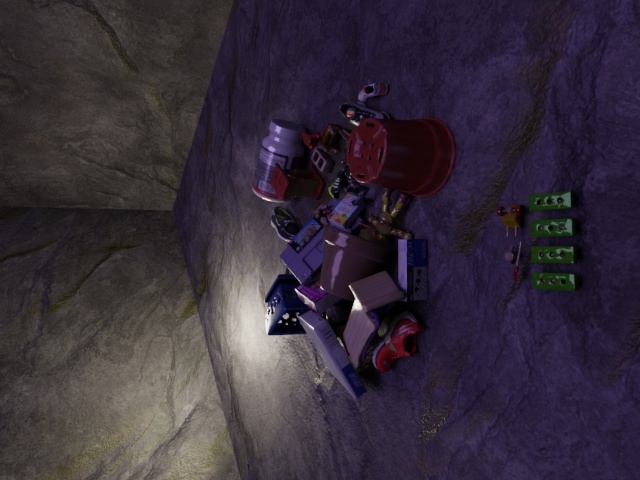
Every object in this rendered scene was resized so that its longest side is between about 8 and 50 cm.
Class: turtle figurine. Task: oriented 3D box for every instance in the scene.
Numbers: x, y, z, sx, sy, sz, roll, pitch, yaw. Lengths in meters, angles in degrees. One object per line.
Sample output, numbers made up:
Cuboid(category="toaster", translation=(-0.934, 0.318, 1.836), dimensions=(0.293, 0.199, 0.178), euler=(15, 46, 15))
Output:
Cuboid(category="turtle figurine", translation=(0.237, -0.084, 1.645), dimensions=(0.269, 0.087, 0.217), euler=(36, 119, 46))

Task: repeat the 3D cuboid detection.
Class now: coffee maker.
Cuboid(category="coffee maker", translation=(0.042, 0.308, 1.929), dimensions=(0.171, 0.120, 0.178), euler=(-53, 48, 44))

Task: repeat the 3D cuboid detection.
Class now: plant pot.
Cuboid(category="plant pot", translation=(0.104, 0.092, 1.652), dimensions=(0.263, 0.263, 0.229), euler=(23, 92, 54))
Cuboid(category="plant pot", translation=(-0.126, 0.289, 2.092), dimensions=(0.236, 0.236, 0.212), euler=(-58, 40, 41))
Cuboid(category="plant pot", translation=(0.247, -0.282, 1.472), dimensions=(0.272, 0.265, 0.272), euler=(2, 92, 56))

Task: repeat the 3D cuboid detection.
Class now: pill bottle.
Cuboid(category="pill bottle", translation=(-0.197, -0.387, 2.199), dimensions=(0.210, 0.210, 0.362), euler=(47, 127, 46))

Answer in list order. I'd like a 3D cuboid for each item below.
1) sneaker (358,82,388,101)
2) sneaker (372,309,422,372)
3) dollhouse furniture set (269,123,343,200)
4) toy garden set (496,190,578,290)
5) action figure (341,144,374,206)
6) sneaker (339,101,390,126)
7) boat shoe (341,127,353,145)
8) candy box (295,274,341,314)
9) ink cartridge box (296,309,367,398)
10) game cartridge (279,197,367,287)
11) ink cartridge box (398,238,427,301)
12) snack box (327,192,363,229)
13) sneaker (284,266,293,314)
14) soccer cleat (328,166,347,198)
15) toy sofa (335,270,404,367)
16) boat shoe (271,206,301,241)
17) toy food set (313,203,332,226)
Cuboid(category="sneaker", translation=(0.184, -0.576, 1.735), dimensions=(0.161, 0.075, 0.057), euler=(8, 97, 56))
Cuboid(category="sneaker", translation=(0.275, 0.381, 1.597), dimensions=(0.118, 0.107, 0.279), euler=(43, 129, 36))
Cuboid(category="dollhouse furniture set", translation=(-0.063, -0.360, 2.002), dimensions=(0.152, 0.201, 0.374), euler=(58, 136, 39))
Cuboid(category="toy garden set", translation=(0.571, 0.003, 1.185), dimensions=(0.204, 0.049, 0.244), euler=(-2, 90, 55))
Cuboid(category="action figure", translation=(0.154, -0.254, 1.677), dimensions=(0.275, 0.141, 0.164), euler=(82, 166, -58))
Cuboid(category="sneaker", translation=(0.168, -0.467, 1.735), dimensions=(0.271, 0.108, 0.100), euler=(43, 123, 46))
Cuboid(category="boat shoe", translation=(0.143, -0.383, 1.804), dimensions=(0.207, 0.073, 0.073), euler=(50, 129, 44))
Cuboid(category="candy box", translation=(0.035, 0.182, 1.837), dimensions=(0.159, 0.233, 0.071), euler=(27, 146, 53))
Cuboid(category="ink cartridge box", translation=(0.037, 0.441, 1.824), dimensions=(0.324, 0.071, 0.330), euler=(60, 169, -9))
Cuboid(category="game cartridge", translation=(0.000, 0.000, 1.873), dimensions=(0.355, 0.068, 0.230), euler=(-46, 47, 1))
Cuboid(category="ink cartridge box", translation=(0.314, 0.099, 1.530), dimensions=(0.046, 0.097, 0.207), euler=(0, 91, 58))
Cuboid(category="snack box", translation=(0.107, -0.119, 1.816), dimensions=(0.141, 0.037, 0.100), euler=(-49, 43, -13))
Cuboid(category="sneaker", translation=(-0.178, 0.256, 2.278), dimensions=(0.101, 0.106, 0.267), euler=(24, 109, 56))
Cuboid(category="soccer cleat", translation=(0.090, -0.245, 1.910), dimensions=(0.072, 0.060, 0.179), euler=(61, 145, 22))
Cuboid(category="toy sofa", translation=(0.178, 0.288, 1.598), dimensions=(0.177, 0.150, 0.362), euler=(59, 156, 31))
Cuboid(category="boat shoe", translation=(-0.171, -0.081, 2.253), dimensions=(0.302, 0.114, 0.091), euler=(38, 127, 49))
Cuboid(category="toy food set", translation=(0.016, -0.115, 1.889), dimensions=(0.078, 0.019, 0.122), euler=(-47, 43, -1))
